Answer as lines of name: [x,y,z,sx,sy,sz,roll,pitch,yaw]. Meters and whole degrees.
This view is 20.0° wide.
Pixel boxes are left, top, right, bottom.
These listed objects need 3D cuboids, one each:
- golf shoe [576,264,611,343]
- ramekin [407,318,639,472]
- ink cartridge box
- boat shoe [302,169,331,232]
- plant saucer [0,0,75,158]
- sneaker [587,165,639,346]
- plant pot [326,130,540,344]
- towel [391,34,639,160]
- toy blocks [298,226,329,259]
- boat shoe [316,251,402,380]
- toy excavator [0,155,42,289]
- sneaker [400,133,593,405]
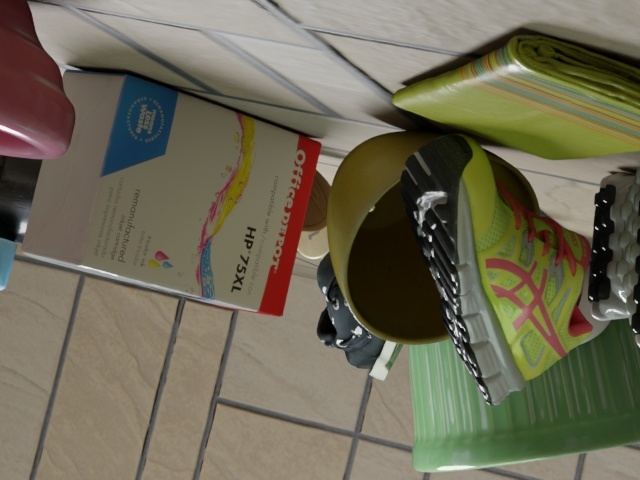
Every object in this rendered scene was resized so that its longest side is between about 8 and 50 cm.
golf shoe: [0.195,0.045,1.633,0.273,0.105,0.120,16,168,-43]
ramekin: [0.232,0.140,1.875,0.303,0.148,0.303,-10,176,-1]
ink cartridge box: [-0.085,-0.026,1.288,0.231,0.134,0.078,16,175,-42]
boat shoe: [-0.070,-0.055,1.417,0.170,0.063,0.059,24,176,-14]
plant saucer: [-0.287,-0.123,0.969,0.332,0.084,0.332,14,177,1]
sneaker: [0.226,0.008,1.026,0.118,0.110,0.292,6,-176,1]
plant pot: [0.056,-0.015,1.140,0.134,0.134,0.095,16,-159,-33]
towel: [0.108,-0.067,0.884,0.102,0.021,0.237,20,176,-10]
toy blocks: [0.000,0.000,1.997,0.123,0.054,0.148,11,176,31]
boat shoe: [0.050,0.052,1.890,0.113,0.127,0.340,25,166,5]
toy excavator: [-0.426,0.091,1.876,0.222,0.445,0.433,14,177,-10]
sneaker: [0.110,0.005,1.065,0.094,0.081,0.208,-24,139,-3]
